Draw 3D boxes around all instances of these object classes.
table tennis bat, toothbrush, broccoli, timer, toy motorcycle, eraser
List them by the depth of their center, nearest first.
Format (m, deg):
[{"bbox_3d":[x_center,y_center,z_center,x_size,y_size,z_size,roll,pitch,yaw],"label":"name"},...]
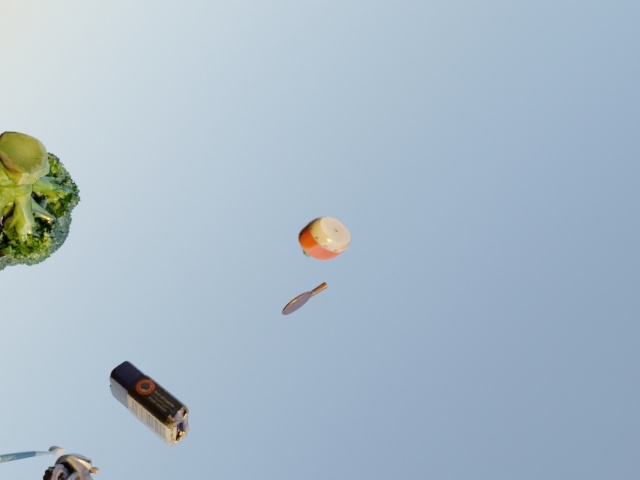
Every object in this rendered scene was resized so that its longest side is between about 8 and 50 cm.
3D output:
[{"bbox_3d":[-0.404,0.444,0.979,0.080,0.215,0.122,-15,-156,-1],"label":"toy motorcycle"},{"bbox_3d":[-0.569,-0.092,1.068,0.297,0.298,0.297,-37,-139,37],"label":"broccoli"},{"bbox_3d":[-0.698,0.508,1.403,0.025,0.275,0.019,24,-99,15],"label":"toothbrush"},{"bbox_3d":[0.000,0.000,1.517,0.136,0.136,0.099,-19,-135,32],"label":"timer"},{"bbox_3d":[-0.020,0.217,1.815,0.170,0.107,0.119,-32,-108,-19],"label":"table tennis bat"},{"bbox_3d":[-0.603,0.576,2.086,0.332,0.155,0.102,31,-138,23],"label":"eraser"}]
